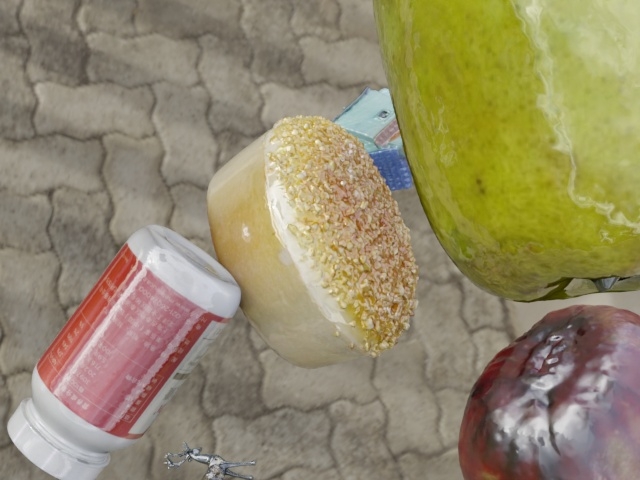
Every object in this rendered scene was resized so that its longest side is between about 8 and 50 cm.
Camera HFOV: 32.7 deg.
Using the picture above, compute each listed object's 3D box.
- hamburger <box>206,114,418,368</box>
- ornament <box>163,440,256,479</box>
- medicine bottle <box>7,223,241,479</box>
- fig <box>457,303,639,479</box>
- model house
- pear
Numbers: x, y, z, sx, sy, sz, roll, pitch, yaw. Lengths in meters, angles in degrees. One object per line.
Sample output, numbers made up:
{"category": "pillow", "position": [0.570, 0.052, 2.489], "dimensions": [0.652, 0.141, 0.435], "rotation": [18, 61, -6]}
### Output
{"category": "hamburger", "position": [0.000, 0.000, 1.233], "dimensions": [0.170, 0.302, 0.302], "rotation": [-27, 72, 15]}
{"category": "ornament", "position": [-0.152, 0.307, 1.441], "dimensions": [0.125, 0.028, 0.073], "rotation": [15, 51, 12]}
{"category": "medicine bottle", "position": [-0.196, 0.114, 1.091], "dimensions": [0.131, 0.131, 0.250], "rotation": [36, 96, -2]}
{"category": "fig", "position": [0.240, 0.187, 1.050], "dimensions": [0.224, 0.263, 0.224], "rotation": [7, 42, -6]}
{"category": "model house", "position": [0.105, -0.130, 1.520], "dimensions": [0.148, 0.119, 0.148], "rotation": [-41, 41, -25]}
{"category": "pear", "position": [0.145, -0.123, 0.557], "dimensions": [0.253, 0.253, 0.307], "rotation": [5, 76, -20]}
